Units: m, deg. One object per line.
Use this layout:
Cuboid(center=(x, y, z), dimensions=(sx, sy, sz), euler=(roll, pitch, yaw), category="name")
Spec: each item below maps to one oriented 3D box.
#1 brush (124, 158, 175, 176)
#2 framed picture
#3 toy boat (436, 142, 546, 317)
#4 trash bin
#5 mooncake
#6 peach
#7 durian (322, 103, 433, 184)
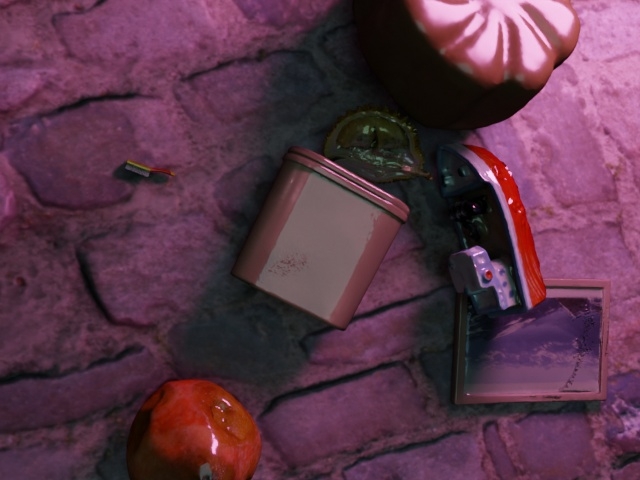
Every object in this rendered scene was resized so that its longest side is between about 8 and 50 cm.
Cuboid(center=(-0.287, -0.116, 1.218), dimensions=(0.083, 0.019, 0.021), euler=(15, 97, -15), category="brush")
Cuboid(center=(0.417, 0.194, 1.412), dimensions=(0.335, 0.022, 0.247), euler=(3, 90, -16), category="framed picture")
Cuboid(center=(0.282, -0.022, 1.302), dimensions=(0.133, 0.145, 0.332), euler=(-14, 86, -26), category="toy boat")
Cuboid(center=(0.000, 0.000, 1.250), dimensions=(0.243, 0.121, 0.247), euler=(27, 88, -14), category="trash bin")
Cuboid(center=(0.252, -0.385, 1.229), dimensions=(0.378, 0.201, 0.378), euler=(6, 75, -22), category="mooncake")
Cuboid(center=(-0.196, 0.337, 1.141), dimensions=(0.214, 0.235, 0.214), euler=(-3, 102, -16), category="peach")
Cuboid(center=(0.116, -0.168, 1.272), dimensions=(0.208, 0.102, 0.146), euler=(28, 127, -7), category="durian")
